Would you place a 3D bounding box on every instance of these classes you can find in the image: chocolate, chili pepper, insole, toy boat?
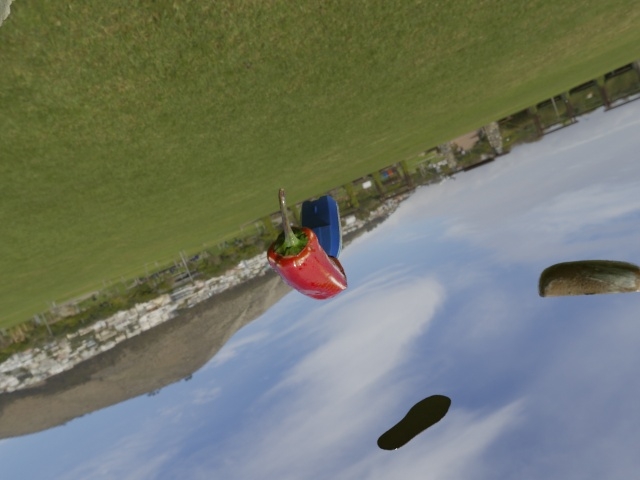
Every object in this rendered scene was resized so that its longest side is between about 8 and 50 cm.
[{"bbox_3d":[0.708,0.089,1.075,0.253,0.080,0.156,-9,-179,31],"label":"chocolate"},{"bbox_3d":[-0.054,0.039,0.941,0.131,0.135,0.338,-26,147,11],"label":"chili pepper"},{"bbox_3d":[0.287,0.534,1.216,0.327,0.007,0.111,-15,-173,-41],"label":"insole"},{"bbox_3d":[0.000,0.000,1.205,0.129,0.088,0.296,-16,-135,13],"label":"toy boat"}]

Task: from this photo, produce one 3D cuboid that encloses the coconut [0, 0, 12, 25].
[{"bbox_3d":[-0.239,-0.196,0.154,0.244,0.240,0.239,21,-174,1],"label":"coconut"}]
